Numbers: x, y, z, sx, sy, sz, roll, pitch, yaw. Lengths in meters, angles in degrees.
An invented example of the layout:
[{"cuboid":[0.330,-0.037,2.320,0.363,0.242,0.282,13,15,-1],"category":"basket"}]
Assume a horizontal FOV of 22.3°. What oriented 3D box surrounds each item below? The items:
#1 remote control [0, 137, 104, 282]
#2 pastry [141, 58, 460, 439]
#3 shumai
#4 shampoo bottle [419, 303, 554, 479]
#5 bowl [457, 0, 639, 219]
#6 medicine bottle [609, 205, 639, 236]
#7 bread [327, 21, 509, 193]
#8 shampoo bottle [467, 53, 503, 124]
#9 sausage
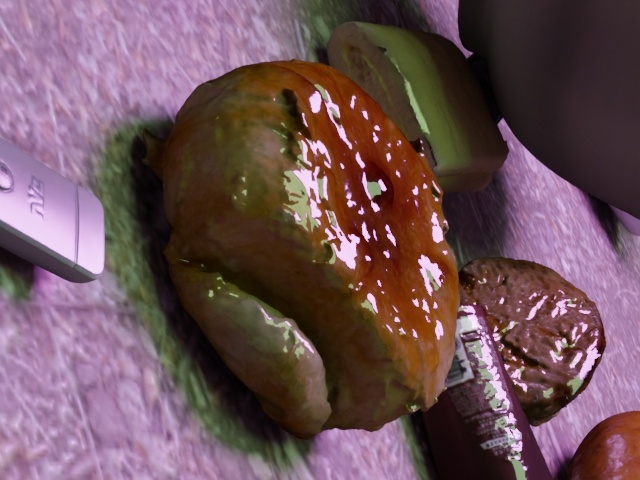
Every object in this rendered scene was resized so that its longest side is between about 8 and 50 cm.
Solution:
[{"cuboid":[-0.164,-0.034,0.699,0.184,0.027,0.050,35,36,-42],"category":"remote control"},{"cuboid":[0.000,0.000,0.917,0.218,0.100,0.229,62,25,-8],"category":"pastry"},{"cuboid":[0.138,0.084,1.173,0.123,0.105,0.139,16,22,-2],"category":"shumai"},{"cuboid":[0.117,0.158,1.051,0.067,0.068,0.236,13,57,-64],"category":"shampoo bottle"},{"cuboid":[0.223,-0.208,1.267,0.354,0.185,0.354,18,90,-74],"category":"bowl"},{"cuboid":[0.316,-0.185,1.654,0.332,0.190,0.190,58,24,-17],"category":"medicine bottle"},{"cuboid":[0.076,-0.100,1.225,0.140,0.060,0.178,67,23,4],"category":"bread"},{"cuboid":[0.146,-0.133,1.410,0.064,0.057,0.208,62,24,-9],"category":"shampoo bottle"},{"cuboid":[0.226,0.216,1.194,0.109,0.109,0.270,57,25,-19],"category":"sausage"}]
